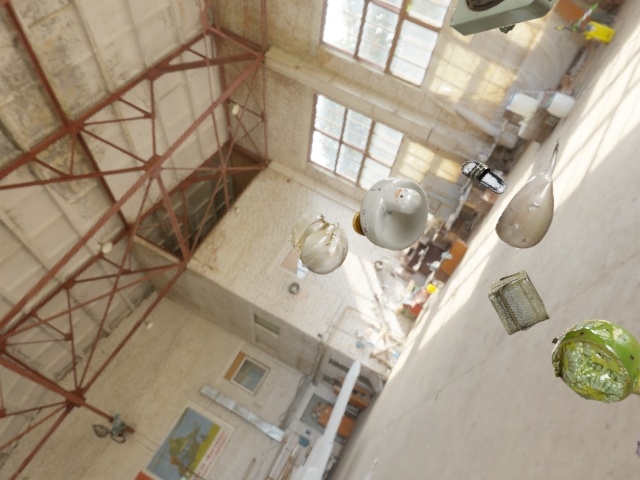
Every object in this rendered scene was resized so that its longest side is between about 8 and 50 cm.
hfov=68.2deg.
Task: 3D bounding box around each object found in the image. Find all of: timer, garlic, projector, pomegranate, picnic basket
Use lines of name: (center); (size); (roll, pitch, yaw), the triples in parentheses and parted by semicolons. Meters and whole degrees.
timer: (0.242, -0.081, 1.450); (0.234, 0.240, 0.233); (-9, -75, -34)
garlic: (0.014, 0.009, 1.787); (0.203, 0.185, 0.281); (-52, 29, 18)
projector: (0.386, -0.552, 0.926); (0.257, 0.079, 0.259); (-66, 25, 5)
pomegranate: (0.891, 0.387, 1.457); (0.260, 0.341, 0.260); (-40, -37, -40)
picnic basket: (0.680, 0.208, 1.634); (0.139, 0.165, 0.267); (-30, -8, 21)
garlic: (0.472, -0.082, 1.053); (0.266, 0.129, 0.148); (108, 158, -47)

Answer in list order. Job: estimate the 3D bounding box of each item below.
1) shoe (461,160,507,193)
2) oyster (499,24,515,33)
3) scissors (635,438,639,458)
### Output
shoe: (0.595, -0.237, 1.707); (0.071, 0.179, 0.049); (-50, -18, -3)
oyster: (0.414, -0.527, 1.086); (0.037, 0.100, 0.098); (-33, 16, 4)
scissors: (0.747, 0.467, 0.980); (0.021, 0.110, 0.212); (-19, -21, -13)
